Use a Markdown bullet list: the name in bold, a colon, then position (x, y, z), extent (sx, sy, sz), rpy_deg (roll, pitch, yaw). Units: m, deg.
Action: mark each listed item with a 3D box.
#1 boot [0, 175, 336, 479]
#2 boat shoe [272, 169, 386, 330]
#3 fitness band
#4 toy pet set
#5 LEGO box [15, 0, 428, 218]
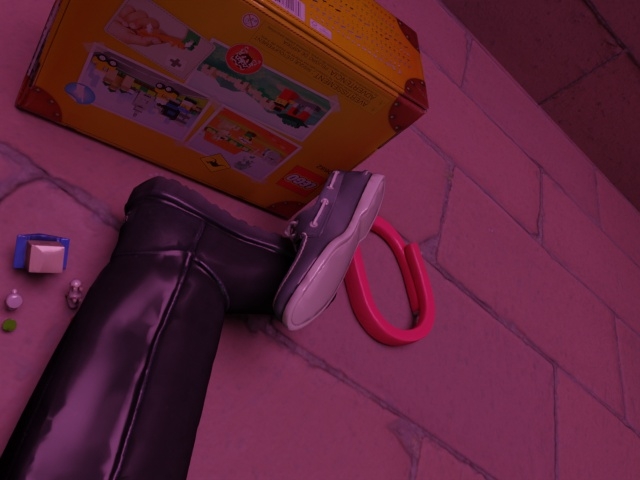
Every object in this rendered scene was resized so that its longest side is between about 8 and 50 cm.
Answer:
- **boot**: position (-0.159, 0.177, 0.719), extent (0.367, 0.146, 0.444), rpy_deg (28, 48, -23)
- **boat shoe**: position (0.000, 0.000, 0.814), extent (0.099, 0.116, 0.319), rpy_deg (20, 51, 17)
- **fitness band**: position (0.137, 0.077, 1.123), extent (0.209, 0.054, 0.290), rpy_deg (5, 61, -37)
- **toy pet set**: position (-0.370, 0.051, 0.687), extent (0.122, 0.065, 0.114), rpy_deg (5, 97, -37)
- **LEGO box**: position (-0.142, -0.270, 0.841), extent (0.501, 0.373, 0.193), rpy_deg (22, 52, -32)
